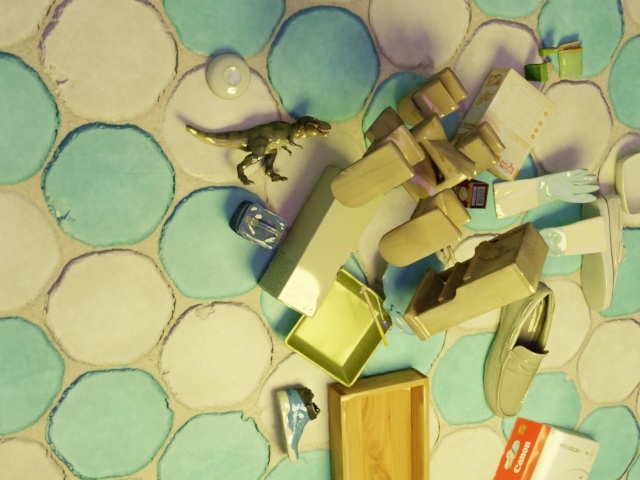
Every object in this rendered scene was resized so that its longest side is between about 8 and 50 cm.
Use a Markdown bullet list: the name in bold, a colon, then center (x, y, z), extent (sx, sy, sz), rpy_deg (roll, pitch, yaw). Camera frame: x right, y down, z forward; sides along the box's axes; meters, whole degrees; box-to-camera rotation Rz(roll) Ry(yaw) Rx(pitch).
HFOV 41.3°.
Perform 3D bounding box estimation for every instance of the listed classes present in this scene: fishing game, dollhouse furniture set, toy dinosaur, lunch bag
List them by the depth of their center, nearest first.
- **toy dinosaur**: center (-0.111, -0.163, 1.557), extent (0.268, 0.064, 0.118), rpy_deg (-7, 98, -20)
- **dollhouse furniture set**: center (0.196, -0.050, 1.568), extent (0.394, 0.256, 0.362), rpy_deg (52, 37, -12)
- **lunch bag**: center (-0.112, -0.026, 1.580), extent (0.098, 0.065, 0.067), rpy_deg (27, 90, -26)
- **fishing game**: center (0.192, 0.102, 1.737), extent (0.264, 0.041, 0.189), rpy_deg (-37, 110, -32)
- **dollhouse furniture set**: center (0.507, -0.371, 1.783), extent (0.151, 0.058, 0.076), rpy_deg (-16, 108, -20)

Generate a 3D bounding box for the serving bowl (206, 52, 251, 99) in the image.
- **serving bowl**: center (-0.161, -0.293, 1.520), extent (0.083, 0.027, 0.083), rpy_deg (-6, 105, -23)

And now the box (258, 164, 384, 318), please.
- **box**: center (0.000, 0.000, 1.612), extent (0.094, 0.113, 0.275), rpy_deg (32, 89, -27)

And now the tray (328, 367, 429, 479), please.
- **tray**: center (0.126, 0.488, 1.796), extent (0.202, 0.076, 0.411), rpy_deg (-8, 105, -23)

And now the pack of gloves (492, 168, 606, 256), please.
- **pack of gloves**: center (0.495, -0.054, 1.845), extent (0.232, 0.046, 0.195), rpy_deg (-10, 108, 1)

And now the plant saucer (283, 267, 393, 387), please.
- **plant saucer**: center (0.038, 0.169, 1.701), extent (0.188, 0.045, 0.188), rpy_deg (38, 85, -26)

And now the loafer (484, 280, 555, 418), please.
- **loafer**: center (0.439, 0.243, 1.858), extent (0.112, 0.111, 0.320), rpy_deg (4, 100, -25)

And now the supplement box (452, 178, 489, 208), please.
- **supplement box**: center (0.303, -0.098, 1.738), extent (0.043, 0.083, 0.055), rpy_deg (0, 101, -23)

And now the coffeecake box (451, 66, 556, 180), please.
- **coffeecake box**: center (0.376, -0.239, 1.748), extent (0.142, 0.068, 0.185), rpy_deg (31, 88, -27)

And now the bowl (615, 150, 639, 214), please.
- **bowl**: center (0.729, -0.139, 1.936), extent (0.142, 0.053, 0.142), rpy_deg (-16, 108, -20)

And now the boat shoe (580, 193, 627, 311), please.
- **boat shoe**: center (0.646, 0.026, 1.918), extent (0.088, 0.096, 0.268), rpy_deg (-8, 96, -18)

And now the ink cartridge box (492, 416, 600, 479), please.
- **ink cartridge box**: center (0.533, 0.532, 1.997), extent (0.232, 0.066, 0.189), rpy_deg (19, 94, -30)

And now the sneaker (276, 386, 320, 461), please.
- **sneaker**: center (-0.036, 0.368, 1.704), extent (0.084, 0.058, 0.152), rpy_deg (-10, 99, -13)
